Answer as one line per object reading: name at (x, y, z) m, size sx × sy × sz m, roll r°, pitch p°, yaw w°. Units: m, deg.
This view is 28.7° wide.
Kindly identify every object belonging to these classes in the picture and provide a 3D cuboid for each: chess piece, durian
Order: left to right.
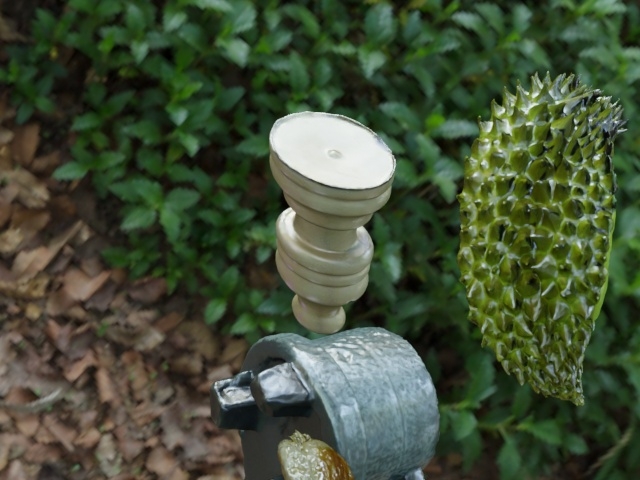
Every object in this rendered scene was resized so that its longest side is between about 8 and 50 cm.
chess piece at (0.000, 0.000, 1.503) m, size 0.139 × 0.307 × 0.124 m, roll -1°, pitch 48°, yaw -7°
durian at (0.230, -0.015, 1.292) m, size 0.169 × 0.158 × 0.351 m, roll 40°, pitch 55°, yaw -67°

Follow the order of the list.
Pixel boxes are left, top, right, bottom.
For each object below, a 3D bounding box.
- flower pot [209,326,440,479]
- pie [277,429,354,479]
flower pot at (-0.008, 0.283, 1.837) m, size 0.283 × 0.299 × 0.299 m, roll -8°, pitch 67°, yaw -36°
pie at (0.002, 0.331, 1.576) m, size 0.193 × 0.079 × 0.163 m, roll 63°, pitch 15°, yaw -48°
